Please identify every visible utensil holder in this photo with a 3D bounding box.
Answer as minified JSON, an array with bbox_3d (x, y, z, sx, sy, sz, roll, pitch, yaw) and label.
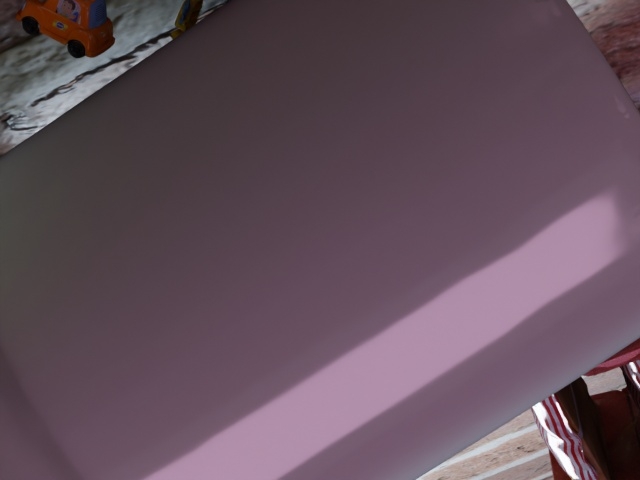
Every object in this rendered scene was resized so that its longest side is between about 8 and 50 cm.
[{"bbox_3d":[0.000,0.000,0.778,0.385,0.327,0.327,-34,153,10],"label":"utensil holder"}]

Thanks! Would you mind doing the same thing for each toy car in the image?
[{"bbox_3d":[-0.128,-0.148,0.774,0.122,0.060,0.040,-27,148,-51],"label":"toy car"}]

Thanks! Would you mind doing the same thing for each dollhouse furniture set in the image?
[{"bbox_3d":[0.210,0.021,1.018,0.152,0.374,0.201,-20,131,17],"label":"dollhouse furniture set"}]
